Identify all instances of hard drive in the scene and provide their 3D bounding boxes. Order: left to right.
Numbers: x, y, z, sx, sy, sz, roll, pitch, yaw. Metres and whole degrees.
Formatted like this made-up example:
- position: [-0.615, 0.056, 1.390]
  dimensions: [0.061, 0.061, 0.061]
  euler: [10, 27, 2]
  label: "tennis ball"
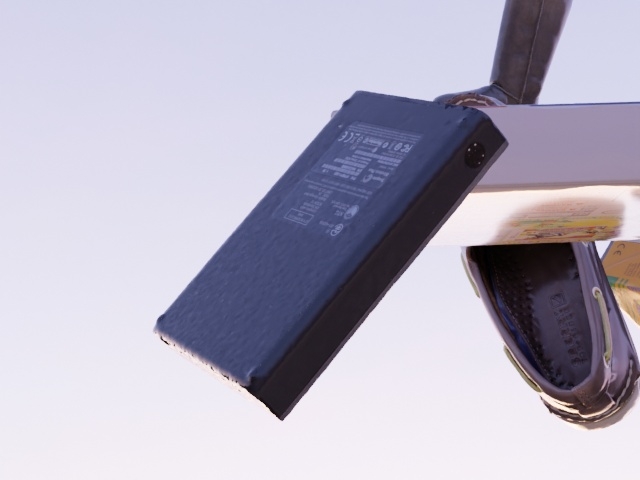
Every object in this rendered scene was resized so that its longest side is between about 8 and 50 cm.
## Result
- position: [0.000, 0.000, 0.490]
  dimensions: [0.022, 0.135, 0.094]
  euler: [47, -14, -30]
  label: "hard drive"

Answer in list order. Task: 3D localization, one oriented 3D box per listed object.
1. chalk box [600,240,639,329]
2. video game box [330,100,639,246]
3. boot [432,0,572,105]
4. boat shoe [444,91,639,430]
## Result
- position: [0.453, 0.059, 1.274]
  dimensions: [0.289, 0.180, 0.179]
  euler: [40, -14, -27]
  label: "chalk box"
- position: [0.103, -0.031, 0.679]
  dimensions: [0.205, 0.048, 0.187]
  euler: [-2, -11, -3]
  label: "video game box"
- position: [0.237, -0.240, 1.635]
  dimensions: [0.190, 0.208, 0.076]
  euler: [8, 12, -39]
  label: "boot"
- position: [0.170, 0.000, 1.051]
  dimensions: [0.117, 0.324, 0.097]
  euler: [-26, -27, 15]
  label: "boat shoe"
